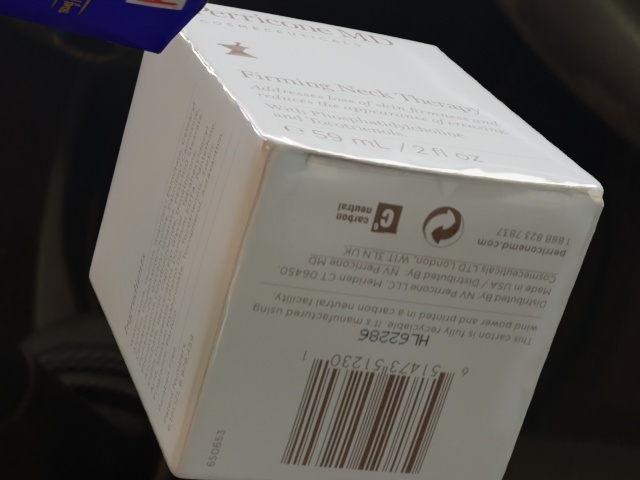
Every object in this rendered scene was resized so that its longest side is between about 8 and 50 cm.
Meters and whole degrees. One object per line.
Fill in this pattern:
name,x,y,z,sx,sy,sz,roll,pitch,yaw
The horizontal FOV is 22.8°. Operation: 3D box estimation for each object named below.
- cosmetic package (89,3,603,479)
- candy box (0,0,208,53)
cosmetic package,0.000,0.000,1.520,0.329,0.327,0.393,7,23,-24
candy box,-0.186,-0.218,0.789,0.317,0.268,0.122,14,74,-18
